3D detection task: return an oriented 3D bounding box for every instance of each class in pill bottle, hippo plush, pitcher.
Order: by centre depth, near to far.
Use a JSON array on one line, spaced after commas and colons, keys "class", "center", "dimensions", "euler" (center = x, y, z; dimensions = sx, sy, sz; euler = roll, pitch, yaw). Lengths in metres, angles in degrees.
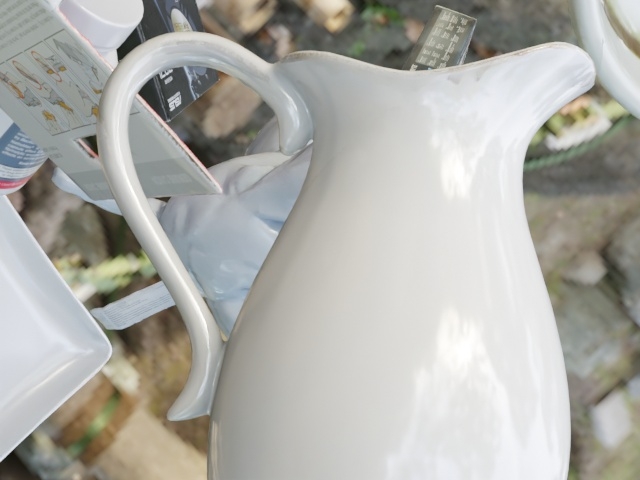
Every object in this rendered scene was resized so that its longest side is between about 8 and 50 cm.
[{"class": "pitcher", "center": [0.002, 0.031, 0.568], "dimensions": [0.125, 0.178, 0.207], "euler": [67, 29, -84]}, {"class": "pill bottle", "center": [-0.210, -0.126, 1.159], "dimensions": [0.180, 0.108, 0.108], "euler": [-43, 163, 31]}, {"class": "hippo plush", "center": [0.000, 0.000, 1.227], "dimensions": [0.294, 0.234, 0.236], "euler": [-9, -164, 17]}]

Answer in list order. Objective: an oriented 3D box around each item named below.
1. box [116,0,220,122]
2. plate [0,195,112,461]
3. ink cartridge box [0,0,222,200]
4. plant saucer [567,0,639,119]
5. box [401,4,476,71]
[{"class": "box", "center": [-0.181, -0.203, 1.634], "dimensions": [0.078, 0.147, 0.180], "euler": [-12, -165, 18]}, {"class": "plate", "center": [-0.387, 0.104, 1.660], "dimensions": [0.277, 0.045, 0.278], "euler": [-44, 119, -24]}, {"class": "ink cartridge box", "center": [-0.171, -0.135, 0.927], "dimensions": [0.066, 0.261, 0.296], "euler": [-50, -163, -14]}, {"class": "plant saucer", "center": [0.339, -0.271, 1.202], "dimensions": [0.400, 0.100, 0.400], "euler": [-15, 129, -19]}, {"class": "box", "center": [0.099, -0.124, 1.668], "dimensions": [0.220, 0.051, 0.175], "euler": [-63, 171, -59]}]
